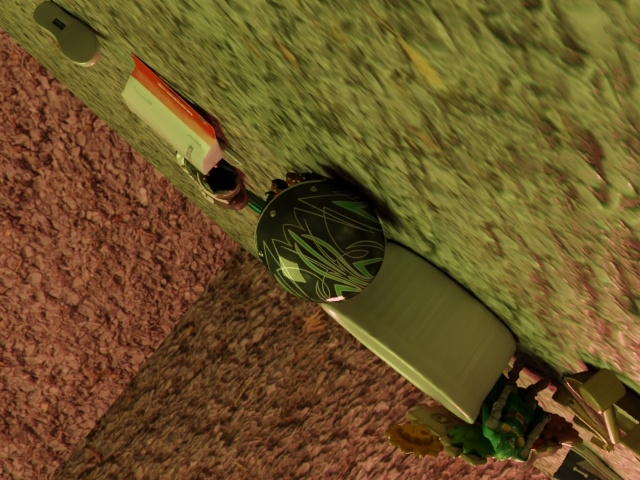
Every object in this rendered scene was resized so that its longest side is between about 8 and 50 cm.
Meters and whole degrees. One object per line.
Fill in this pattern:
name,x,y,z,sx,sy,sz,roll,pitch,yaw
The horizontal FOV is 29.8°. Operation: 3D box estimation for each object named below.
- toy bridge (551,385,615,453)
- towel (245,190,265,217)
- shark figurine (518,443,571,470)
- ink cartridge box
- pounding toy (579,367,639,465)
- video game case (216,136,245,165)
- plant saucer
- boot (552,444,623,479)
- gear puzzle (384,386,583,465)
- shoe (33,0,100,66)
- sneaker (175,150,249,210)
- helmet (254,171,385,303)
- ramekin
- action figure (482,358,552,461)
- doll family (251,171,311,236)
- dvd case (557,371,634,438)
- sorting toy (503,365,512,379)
toy bridge,0.414,0.282,1.825,0.063,0.026,0.188,32,171,45
towel,-0.023,0.022,2.548,0.370,0.040,0.271,34,172,42
shark figurine,0.407,0.395,2.391,0.278,0.116,0.166,41,173,-39
ink cartridge box,-0.254,-0.207,2.015,0.189,0.066,0.232,42,178,4
pounding toy,0.352,0.191,1.173,0.206,0.094,0.181,49,178,-8
video game case,-0.179,-0.165,2.158,0.087,0.011,0.122,40,174,-11
plant saucer,0.375,0.210,1.468,0.168,0.029,0.168,39,174,5
boot,0.529,0.474,2.340,0.190,0.086,0.069,41,174,-25
gear puzzle,0.231,0.272,1.810,0.338,0.044,0.175,-3,-157,-37
shoe,-0.415,-0.338,2.047,0.178,0.063,0.081,42,178,32
sneaker,-0.193,-0.110,2.364,0.106,0.078,0.234,38,173,36
helmet,0.000,0.000,1.532,0.169,0.169,0.161,40,-169,-9
ramekin,0.147,0.125,1.724,0.277,0.135,0.277,38,175,4
action figure,0.282,0.253,1.736,0.137,0.063,0.232,38,-153,-1
doll family,-0.047,-0.051,1.724,0.076,0.111,0.193,17,175,-27
dvd case,0.432,0.267,1.622,0.221,0.018,0.164,35,172,43
sorting toy,0.235,0.180,2.101,0.307,0.041,0.229,42,174,-31
